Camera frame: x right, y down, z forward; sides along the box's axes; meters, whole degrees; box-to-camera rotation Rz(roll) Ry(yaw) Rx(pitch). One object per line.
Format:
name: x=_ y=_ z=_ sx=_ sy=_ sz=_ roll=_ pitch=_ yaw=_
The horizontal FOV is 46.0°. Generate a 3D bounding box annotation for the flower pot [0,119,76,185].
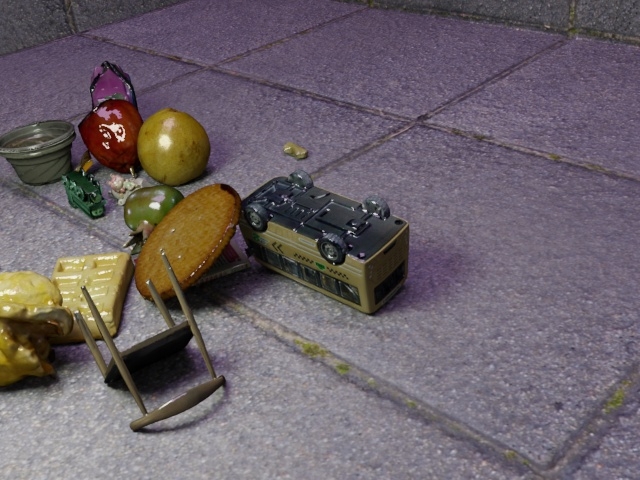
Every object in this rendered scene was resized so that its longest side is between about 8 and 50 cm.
flower pot: x=-0.808 y=-0.246 z=2.171 sx=0.235 sy=0.141 sz=0.235 roll=-4 pitch=29 yaw=2

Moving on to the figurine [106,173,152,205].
figurine: x=-0.520 y=-0.147 z=2.002 sx=0.146 sy=0.098 sz=0.081 roll=14 pitch=48 yaw=26

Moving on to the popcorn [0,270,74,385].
popcorn: x=-0.577 y=0.157 z=1.403 sx=0.253 sy=0.191 sz=0.190 roll=-8 pitch=41 yaw=13

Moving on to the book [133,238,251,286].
book: x=-0.293 y=0.051 z=1.712 sx=0.231 sy=0.022 sz=0.162 roll=-18 pitch=35 yaw=-20

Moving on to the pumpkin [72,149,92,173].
pumpkin: x=-0.680 y=-0.205 z=2.162 sx=0.101 sy=0.035 sz=0.073 roll=-52 pitch=30 yaw=10

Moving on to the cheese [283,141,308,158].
cheese: x=-0.075 y=-0.259 z=2.182 sx=0.083 sy=0.030 sz=0.044 roll=30 pitch=39 yaw=36

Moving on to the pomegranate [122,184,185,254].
pomegranate: x=-0.399 y=-0.045 z=1.798 sx=0.151 sy=0.131 sz=0.191 roll=-7 pitch=44 yaw=13

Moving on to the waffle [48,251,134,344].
waffle: x=-0.500 y=0.114 z=1.606 sx=0.167 sy=0.057 sz=0.274 roll=-6 pitch=31 yaw=-1

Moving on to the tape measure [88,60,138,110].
tape measure: x=-0.644 y=-0.421 z=2.332 sx=0.149 sy=0.245 sz=0.232 roll=-12 pitch=47 yaw=-12

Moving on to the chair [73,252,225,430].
chair: x=-0.310 y=0.195 z=1.363 sx=0.188 sy=0.166 sz=0.272 roll=-24 pitch=78 yaw=-29

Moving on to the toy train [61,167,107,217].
toy train: x=-0.615 y=-0.120 z=1.968 sx=0.071 sy=0.111 sz=0.170 roll=-27 pitch=41 yaw=-30

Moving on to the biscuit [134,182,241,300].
biscuit: x=-0.282 y=0.004 z=1.606 sx=0.305 sy=0.038 sz=0.305 roll=-29 pitch=38 yaw=25

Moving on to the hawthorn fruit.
hawthorn fruit: x=-0.575 y=-0.285 z=2.149 sx=0.189 sy=0.189 sz=0.251 roll=-23 pitch=71 yaw=-27

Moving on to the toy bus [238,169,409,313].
toy bus: x=0.000 y=0.000 z=1.584 sx=0.365 sy=0.202 sz=0.177 roll=23 pitch=48 yaw=34

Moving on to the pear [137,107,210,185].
pear: x=-0.408 y=-0.263 z=2.081 sx=0.208 sy=0.209 sz=0.209 roll=-4 pitch=31 yaw=2
